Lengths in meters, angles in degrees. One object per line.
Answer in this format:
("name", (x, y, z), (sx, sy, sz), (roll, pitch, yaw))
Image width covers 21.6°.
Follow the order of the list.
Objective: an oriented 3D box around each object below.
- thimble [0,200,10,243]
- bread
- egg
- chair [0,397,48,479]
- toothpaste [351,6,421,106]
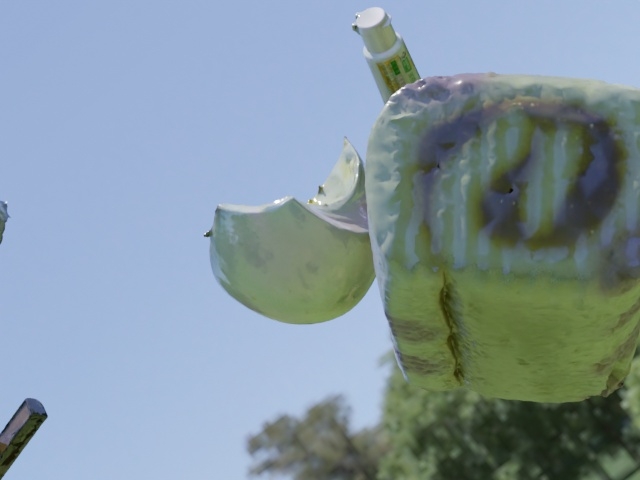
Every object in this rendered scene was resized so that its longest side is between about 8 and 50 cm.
("thimble", (-0.531, -0.023, 2.052), (0.271, 0.271, 0.150), (-34, -56, -9))
("bread", (0.128, 0.005, 1.103), (0.187, 0.155, 0.338), (4, -16, 8))
("egg", (0.000, 0.014, 2.078), (0.271, 0.162, 0.206), (-21, -45, -45))
("chair", (-0.443, 0.366, 1.714), (0.241, 0.203, 0.416), (8, -55, -38))
("toothpaste", (0.114, -0.164, 2.097), (0.058, 0.056, 0.314), (-4, -42, 22))
